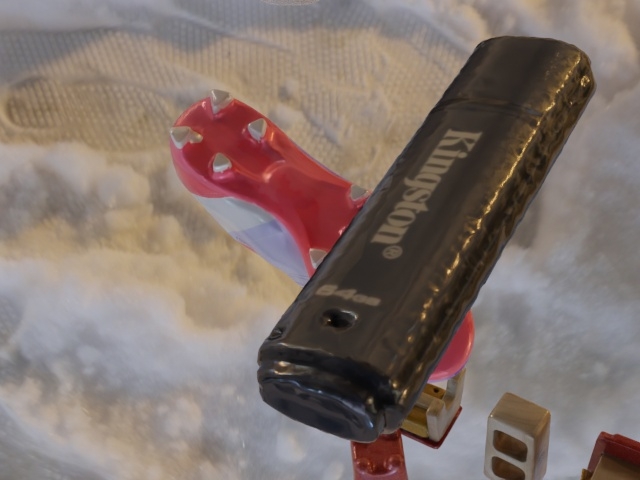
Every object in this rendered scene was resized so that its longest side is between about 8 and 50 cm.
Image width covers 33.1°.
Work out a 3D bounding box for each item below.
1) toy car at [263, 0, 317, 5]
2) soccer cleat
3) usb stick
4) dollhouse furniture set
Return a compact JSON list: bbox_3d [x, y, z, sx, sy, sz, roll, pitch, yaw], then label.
[{"bbox_3d":[0.024,-0.256,0.778,0.136,0.182,0.159,11,113,34],"label":"toy car"},{"bbox_3d":[0.000,0.000,0.677,0.248,0.095,0.083,40,77,20],"label":"soccer cleat"},{"bbox_3d":[0.062,-0.017,0.536,0.077,0.045,0.278,16,48,24],"label":"usb stick"},{"bbox_3d":[0.189,0.283,1.144,0.374,0.152,0.201,20,50,24],"label":"dollhouse furniture set"}]
